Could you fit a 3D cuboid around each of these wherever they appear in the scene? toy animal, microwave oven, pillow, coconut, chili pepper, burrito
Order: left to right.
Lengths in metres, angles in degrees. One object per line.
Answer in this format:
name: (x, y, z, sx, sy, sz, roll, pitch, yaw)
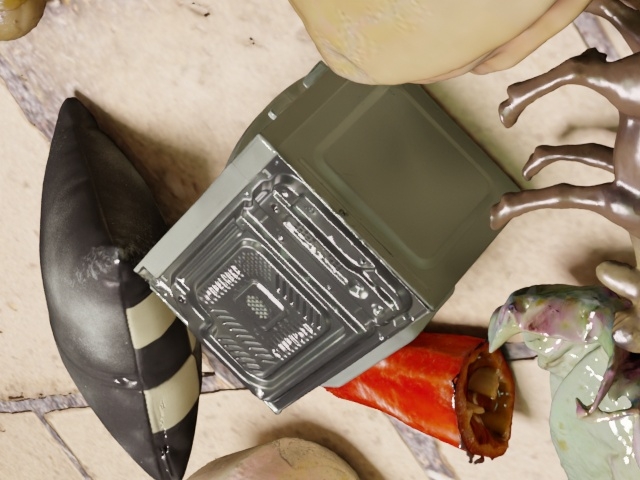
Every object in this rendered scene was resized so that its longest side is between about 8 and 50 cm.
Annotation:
pillow: (-0.150, 0.041, 1.131, 0.186, 0.106, 0.250, -116, 14, -47)
coconut: (-0.044, 0.248, 1.215, 0.171, 0.171, 0.183, 47, 142, -5)
microwave oven: (0.000, 0.000, 0.952, 0.162, 0.122, 0.208, 46, 145, -2)
chili pepper: (0.053, 0.098, 1.061, 0.169, 0.065, 0.088, 9, 117, 45)
burrito: (0.188, 0.121, 0.916, 0.144, 0.089, 0.229, 34, 156, 51)
toy animal: (0.182, -0.013, 0.790, 0.186, 0.094, 0.214, 15, 128, 22)

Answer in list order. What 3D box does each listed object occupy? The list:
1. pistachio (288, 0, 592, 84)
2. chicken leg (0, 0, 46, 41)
pistachio: (0.077, -0.172, 0.660, 0.293, 0.162, 0.181, -40, 60, 52)
chicken leg: (-0.218, -0.215, 0.993, 0.085, 0.069, 0.198, 29, 136, 16)
